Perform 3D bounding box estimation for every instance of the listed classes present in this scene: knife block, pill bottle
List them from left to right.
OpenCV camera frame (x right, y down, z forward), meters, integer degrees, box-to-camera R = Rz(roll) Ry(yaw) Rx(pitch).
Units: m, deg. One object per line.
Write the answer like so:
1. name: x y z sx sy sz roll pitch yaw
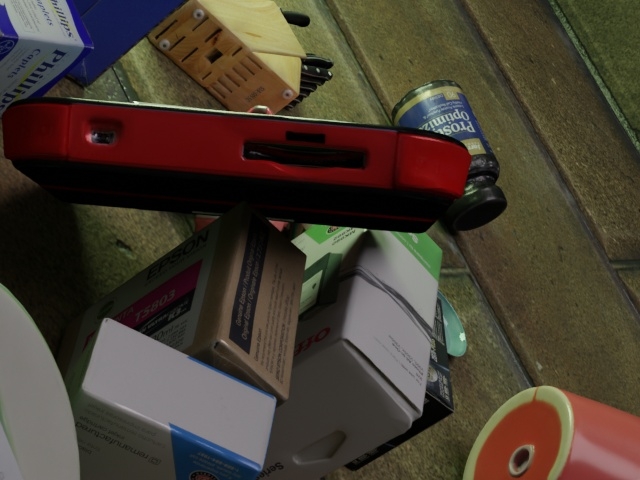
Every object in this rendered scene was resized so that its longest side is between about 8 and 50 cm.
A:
1. knife block: -0.099 -0.275 1.833 0.275 0.088 0.242 40 29 -28
2. pill bottle: 0.205 -0.130 2.135 0.123 0.123 0.219 13 48 -54

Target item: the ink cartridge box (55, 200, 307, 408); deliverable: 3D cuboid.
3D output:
1. ink cartridge box: -0.130 0.101 1.168 0.088 0.234 0.193 43 28 -25

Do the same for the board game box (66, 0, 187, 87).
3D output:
1. board game box: -0.241 -0.362 1.530 0.141 0.232 0.291 33 33 -38

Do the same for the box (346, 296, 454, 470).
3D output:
1. box: 0.065 0.143 1.549 0.077 0.147 0.180 39 31 -30

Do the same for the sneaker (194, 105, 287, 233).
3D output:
1. sneaker: -0.046 -0.096 1.618 0.314 0.116 0.136 -35 127 -64

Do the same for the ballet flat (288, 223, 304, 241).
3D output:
1. ballet flat: 0.040 0.043 1.735 0.232 0.080 0.073 34 60 -31

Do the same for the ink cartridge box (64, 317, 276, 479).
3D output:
1. ink cartridge box: -0.147 0.177 1.050 0.148 0.203 0.086 26 35 -13

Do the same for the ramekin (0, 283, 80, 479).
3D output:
1. ramekin: -0.282 0.146 0.843 0.303 0.148 0.303 35 50 -56

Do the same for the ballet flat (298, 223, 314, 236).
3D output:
1. ballet flat: 0.000 0.000 1.562 0.067 0.206 0.073 -4 40 -42

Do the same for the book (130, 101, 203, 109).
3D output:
1. book: -0.161 -0.116 1.606 0.144 0.035 0.096 -2 59 -61

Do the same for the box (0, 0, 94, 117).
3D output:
1. box: -0.311 -0.183 1.320 0.072 0.126 0.137 60 27 13

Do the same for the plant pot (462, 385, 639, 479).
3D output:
1. plant pot: 0.326 0.318 1.684 0.243 0.275 0.275 33 33 -23

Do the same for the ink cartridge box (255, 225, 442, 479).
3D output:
1. ink cartridge box: 0.004 0.102 1.419 0.121 0.211 0.289 46 27 -19

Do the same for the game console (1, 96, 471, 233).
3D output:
1. game console: -0.072 -0.061 1.235 0.342 0.386 0.060 106 -10 -86

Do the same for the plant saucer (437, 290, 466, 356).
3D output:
1. plant saucer: 0.156 0.111 1.883 0.119 0.021 0.119 39 31 -29
